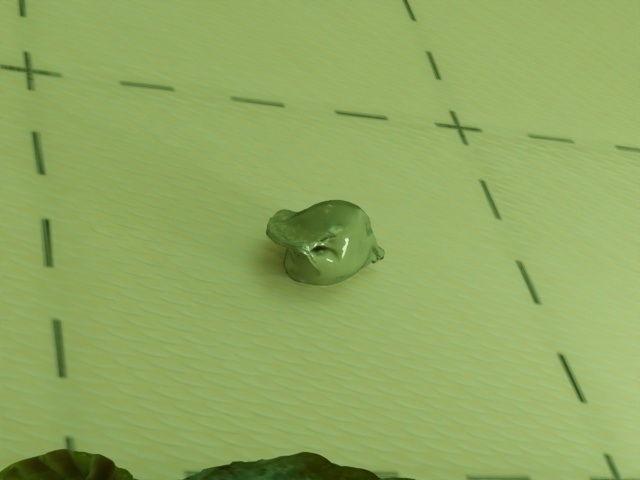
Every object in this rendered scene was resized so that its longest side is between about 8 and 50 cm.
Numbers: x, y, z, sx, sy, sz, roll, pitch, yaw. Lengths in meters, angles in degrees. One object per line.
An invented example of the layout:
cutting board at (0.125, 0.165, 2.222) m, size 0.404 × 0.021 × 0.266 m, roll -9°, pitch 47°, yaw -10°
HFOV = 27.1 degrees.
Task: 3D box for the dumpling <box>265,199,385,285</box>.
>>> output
dumpling at (0.000, 0.000, 1.758) m, size 0.136 × 0.118 × 0.199 m, roll 17°, pitch 4°, yaw 41°

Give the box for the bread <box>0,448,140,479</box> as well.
bread at (-0.256, 0.291, 1.295) m, size 0.213 × 0.104 × 0.213 m, roll 16°, pitch 40°, yaw -15°

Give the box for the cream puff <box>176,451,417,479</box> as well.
cream puff at (-0.011, 0.373, 1.226) m, size 0.379 × 0.275 × 0.378 m, roll 8°, pitch 13°, yaw -2°
